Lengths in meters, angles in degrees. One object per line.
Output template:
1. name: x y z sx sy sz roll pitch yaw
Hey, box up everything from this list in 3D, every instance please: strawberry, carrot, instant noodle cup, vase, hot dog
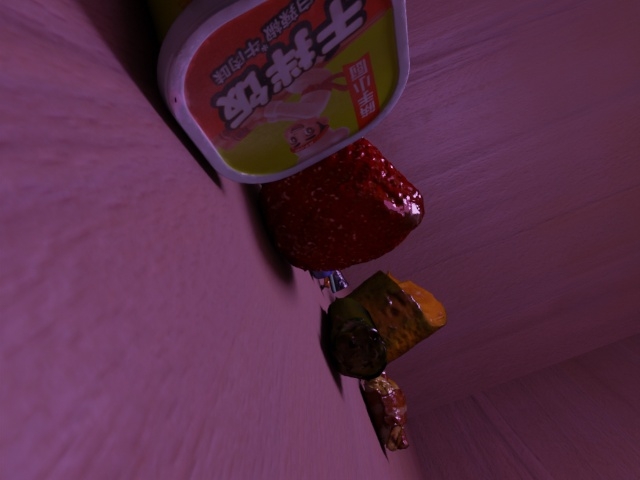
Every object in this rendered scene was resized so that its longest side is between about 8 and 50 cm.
1. strawberry: 0.041 -0.058 0.835 0.276 0.257 0.257 8 -49 44
2. carrot: 0.198 0.216 1.429 0.241 0.340 0.241 54 -8 11
3. instant noodle cup: -0.082 -0.279 0.593 0.308 0.293 0.294 62 1 27
4. vase: 0.040 0.086 1.658 0.059 0.059 0.167 -57 125 -86
5. hot dog: 0.182 0.444 1.300 0.146 0.103 0.213 49 21 -81

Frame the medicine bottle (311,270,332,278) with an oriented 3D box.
1. medicine bottle: -0.033 -0.015 1.175 0.059 0.059 0.231 -104 171 -65

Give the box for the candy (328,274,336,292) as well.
1. candy: 0.000 0.000 1.250 0.091 0.083 0.306 15 -54 47

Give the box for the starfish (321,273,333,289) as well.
1. starfish: -0.015 -0.075 1.403 0.398 0.132 0.384 -65 138 -80

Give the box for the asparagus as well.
1. asparagus: 0.067 0.192 1.088 0.382 0.108 0.129 -99 165 -82
